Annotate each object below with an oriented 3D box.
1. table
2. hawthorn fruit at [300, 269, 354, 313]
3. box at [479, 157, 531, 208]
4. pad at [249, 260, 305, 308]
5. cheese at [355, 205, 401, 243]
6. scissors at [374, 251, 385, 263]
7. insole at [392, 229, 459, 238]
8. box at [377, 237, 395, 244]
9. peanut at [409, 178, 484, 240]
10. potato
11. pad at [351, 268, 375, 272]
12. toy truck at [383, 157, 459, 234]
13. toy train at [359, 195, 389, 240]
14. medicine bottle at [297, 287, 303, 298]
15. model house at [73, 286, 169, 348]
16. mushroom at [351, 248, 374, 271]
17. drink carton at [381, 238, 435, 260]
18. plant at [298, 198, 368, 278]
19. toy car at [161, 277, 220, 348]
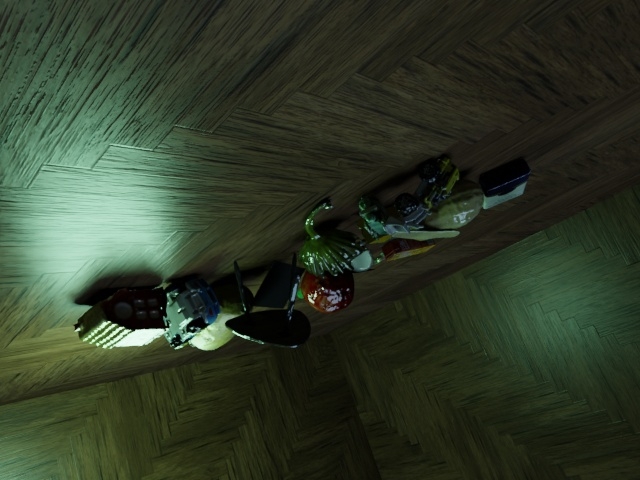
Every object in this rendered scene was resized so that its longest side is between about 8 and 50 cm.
[{"bbox_3d":[-0.149,0.199,1.788,0.317,0.249,0.317,4,-165,-1],"label":"table"},{"bbox_3d":[0.038,0.167,2.127,0.230,0.210,0.266,6,132,-6],"label":"hawthorn fruit"},{"bbox_3d":[0.680,-0.207,1.892,0.168,0.071,0.259,-23,164,11],"label":"box"},{"bbox_3d":[-0.167,0.184,2.042,0.202,0.005,0.300,-61,157,3],"label":"pad"},{"bbox_3d":[0.191,-0.041,1.758,0.171,0.093,0.126,-20,167,-46],"label":"cheese"},{"bbox_3d":[0.334,0.076,2.462,0.187,0.020,0.133,-4,152,-41],"label":"scissors"},{"bbox_3d":[0.364,-0.020,1.757,0.248,0.011,0.081,-1,160,-13],"label":"insole"},{"bbox_3d":[0.279,-0.023,2.071,0.126,0.031,0.091,-24,163,15],"label":"box"},{"bbox_3d":[0.421,-0.102,1.790,0.340,0.158,0.174,-25,-178,36],"label":"peanut"},{"bbox_3d":[-0.375,0.271,1.961,0.266,0.229,0.229,-38,157,29],"label":"potato"},{"bbox_3d":[0.137,0.131,2.284,0.127,0.004,0.190,-7,-173,-38],"label":"pad"},{"bbox_3d":[0.309,-0.122,1.537,0.286,0.111,0.136,-54,156,3],"label":"toy truck"},{"bbox_3d":[0.175,-0.076,1.628,0.081,0.125,0.194,-27,159,14],"label":"toy train"},{"bbox_3d":[-0.033,0.209,2.380,0.095,0.064,0.260,-5,159,-35],"label":"medicine bottle"},{"bbox_3d":[-0.650,0.255,1.649,0.196,0.160,0.254,-32,158,37],"label":"model house"},{"bbox_3d":[0.172,0.085,2.190,0.118,0.103,0.270,-13,175,6],"label":"mushroom"},{"bbox_3d":[0.399,0.027,2.297,0.223,0.071,0.096,-12,163,-25],"label":"drink carton"},{"bbox_3d":[-0.004,-0.029,1.684,0.251,0.180,0.333,-18,132,17],"label":"plant"},{"bbox_3d":[-0.473,0.253,1.809,0.166,0.198,0.314,-21,167,-43],"label":"toy car"}]
